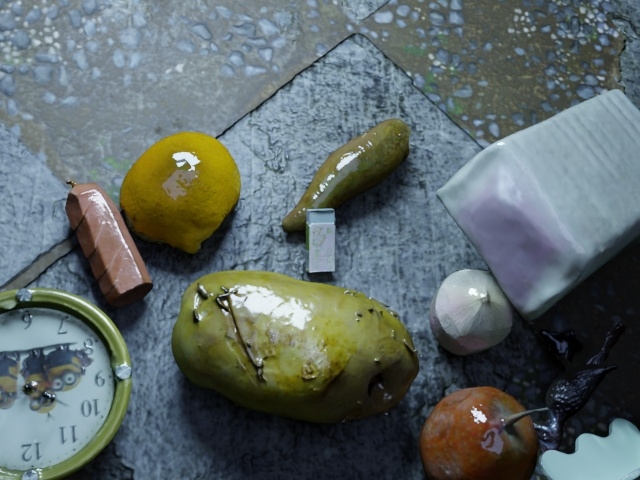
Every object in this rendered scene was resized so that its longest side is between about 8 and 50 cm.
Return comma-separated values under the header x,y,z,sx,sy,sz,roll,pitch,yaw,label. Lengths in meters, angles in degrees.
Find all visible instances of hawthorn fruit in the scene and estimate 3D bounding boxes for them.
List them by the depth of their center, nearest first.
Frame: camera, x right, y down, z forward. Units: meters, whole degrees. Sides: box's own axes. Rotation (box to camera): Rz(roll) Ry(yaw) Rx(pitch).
x,y,z,sx,sy,sz,roll,pitch,yaw,label
0.187,0.233,1.016,0.149,0.189,0.149,-5,43,5,hawthorn fruit

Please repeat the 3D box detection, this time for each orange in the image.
x,y,z,sx,sy,sz,roll,pitch,yaw,label
-0.179,-0.072,1.106,0.160,0.112,0.169,-6,57,-14,orange

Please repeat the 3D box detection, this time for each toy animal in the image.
x,y,z,sx,sy,sz,roll,pitch,yaw,label
0.325,0.193,1.120,0.105,0.070,0.202,10,65,40,toy animal

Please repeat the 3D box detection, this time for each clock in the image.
x,y,z,sx,sy,sz,roll,pitch,yaw,label
-0.336,0.170,0.988,0.237,0.057,0.237,4,66,-9,clock

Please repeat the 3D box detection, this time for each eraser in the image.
x,y,z,sx,sy,sz,roll,pitch,yaw,label
0.000,0.000,1.135,0.038,0.019,0.083,-1,98,-14,eraser

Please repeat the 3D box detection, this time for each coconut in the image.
x,y,z,sx,sy,sz,roll,pitch,yaw,label
0.196,0.088,1.103,0.110,0.124,0.110,4,68,-10,coconut

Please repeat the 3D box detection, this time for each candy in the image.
x,y,z,sx,sy,sz,roll,pitch,yaw,label
0.338,-0.061,1.143,0.359,0.145,0.208,-24,73,-42,candy

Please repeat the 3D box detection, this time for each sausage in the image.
x,y,z,sx,sy,sz,roll,pitch,yaw,label
-0.271,-0.002,1.076,0.065,0.065,0.169,-23,74,-21,sausage

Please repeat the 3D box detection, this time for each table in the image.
x,y,z,sx,sy,sz,roll,pitch,yaw,label
0.359,0.293,0.997,0.198,0.166,0.166,-9,67,-40,table

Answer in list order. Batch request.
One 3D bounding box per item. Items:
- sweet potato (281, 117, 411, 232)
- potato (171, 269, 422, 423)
x,y,z,sx,sy,sz,roll,pitch,yaw,label
0.043,-0.090,1.178,0.077,0.077,0.244,44,63,9,sweet potato
-0.028,0.130,1.027,0.300,0.140,0.173,14,58,-5,potato
